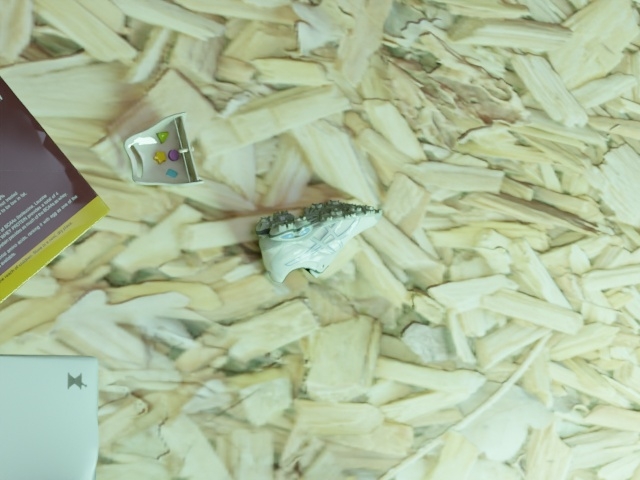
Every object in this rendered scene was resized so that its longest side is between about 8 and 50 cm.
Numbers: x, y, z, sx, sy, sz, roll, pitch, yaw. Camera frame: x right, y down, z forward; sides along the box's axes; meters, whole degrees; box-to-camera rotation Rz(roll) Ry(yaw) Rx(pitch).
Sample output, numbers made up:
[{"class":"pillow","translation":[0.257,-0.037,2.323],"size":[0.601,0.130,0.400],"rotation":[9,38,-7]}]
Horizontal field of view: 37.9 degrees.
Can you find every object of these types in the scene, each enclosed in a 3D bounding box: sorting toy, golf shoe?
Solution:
[{"class":"sorting toy","translation":[-0.181,-0.095,1.052],"size":[0.075,0.045,0.083],"rotation":[-13,89,-26]},{"class":"golf shoe","translation":[0.000,0.000,1.147],"size":[0.176,0.069,0.086],"rotation":[-14,109,-31]}]

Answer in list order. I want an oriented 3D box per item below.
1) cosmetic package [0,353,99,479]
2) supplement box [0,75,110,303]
[{"class":"cosmetic package","translation":[-0.308,0.179,0.815],"size":[0.151,0.183,0.151],"rotation":[10,74,-45]},{"class":"supplement box","translation":[-0.347,-0.036,0.878],"size":[0.191,0.129,0.194],"rotation":[-46,107,-30]}]
